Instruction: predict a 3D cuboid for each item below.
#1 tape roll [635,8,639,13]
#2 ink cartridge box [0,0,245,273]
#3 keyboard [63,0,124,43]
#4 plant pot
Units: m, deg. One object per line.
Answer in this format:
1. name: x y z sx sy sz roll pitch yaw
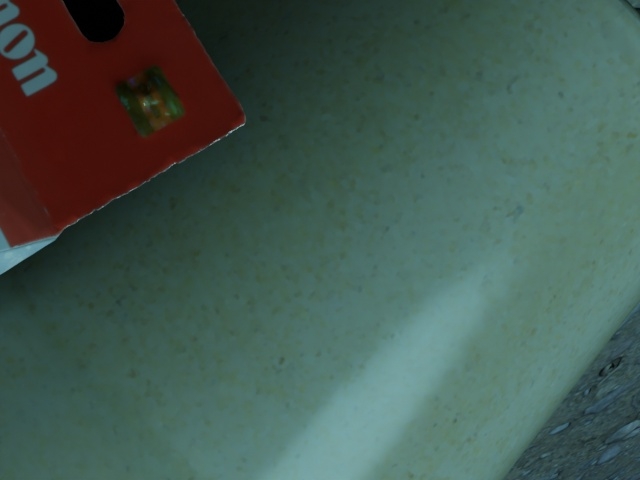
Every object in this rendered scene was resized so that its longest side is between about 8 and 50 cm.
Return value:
1. tape roll: 0.185 -0.063 1.021 0.219 0.072 0.219 -26 154 -14
2. ink cartridge box: -0.174 -0.063 0.500 0.232 0.189 0.066 -32 168 1
3. keyboard: -0.088 -0.094 0.720 0.201 0.033 0.317 -39 154 14
4. plant pot: 0.000 0.000 0.635 0.305 0.334 0.334 -46 152 4
